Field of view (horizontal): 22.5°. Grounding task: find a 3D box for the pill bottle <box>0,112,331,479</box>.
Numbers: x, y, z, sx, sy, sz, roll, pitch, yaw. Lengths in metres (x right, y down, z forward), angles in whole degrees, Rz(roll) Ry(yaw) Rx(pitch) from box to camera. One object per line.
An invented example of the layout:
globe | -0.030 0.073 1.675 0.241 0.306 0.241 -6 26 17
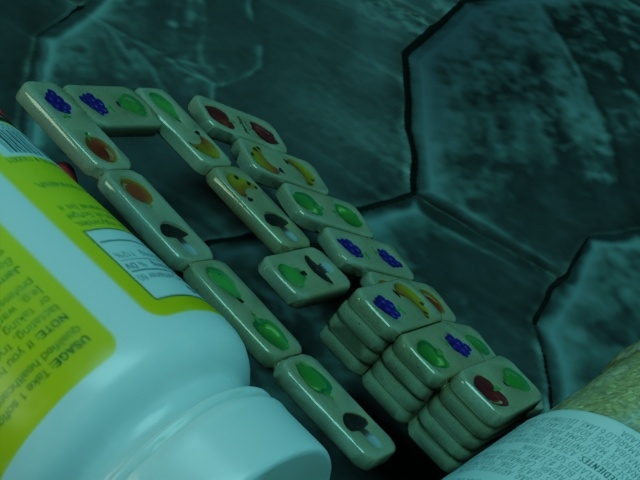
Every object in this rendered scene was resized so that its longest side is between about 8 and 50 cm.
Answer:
pill bottle | -0.103 0.047 0.593 0.208 0.119 0.119 41 44 23

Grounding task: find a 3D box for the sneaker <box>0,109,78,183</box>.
sneaker | -0.210 -0.069 0.761 0.279 0.118 0.107 37 42 18

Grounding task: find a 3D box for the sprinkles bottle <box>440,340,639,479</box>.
sprinkles bottle | 0.062 0.153 0.627 0.121 0.121 0.355 42 44 23

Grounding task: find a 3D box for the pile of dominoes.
pile of dominoes | 0.000 0.000 0.757 0.251 0.040 0.196 46 22 16
